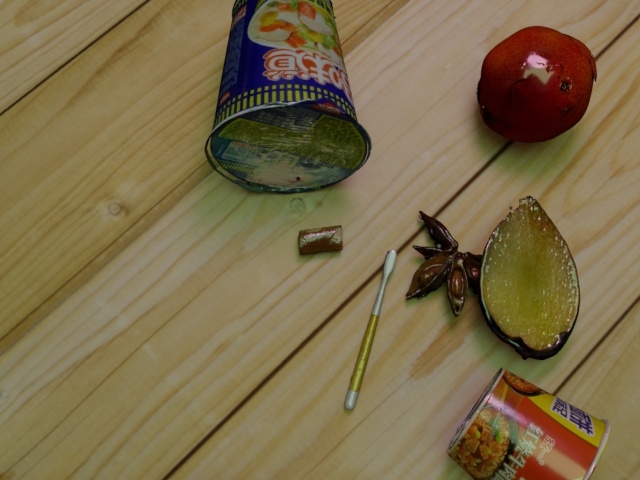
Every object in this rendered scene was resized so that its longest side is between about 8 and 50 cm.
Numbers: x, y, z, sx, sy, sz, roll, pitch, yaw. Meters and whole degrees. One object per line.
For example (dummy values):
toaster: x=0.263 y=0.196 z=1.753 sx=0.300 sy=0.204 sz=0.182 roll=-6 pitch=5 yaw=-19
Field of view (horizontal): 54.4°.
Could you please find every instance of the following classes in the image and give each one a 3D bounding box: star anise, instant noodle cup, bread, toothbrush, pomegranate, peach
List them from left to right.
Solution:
instant noodle cup: x=-0.061 y=-0.283 z=1.105 sx=0.283 sy=0.284 sz=0.313 roll=-3 pitch=66 yaw=-1
bread: x=0.000 y=0.000 z=1.126 sx=0.083 sy=0.036 sz=0.047 roll=-7 pitch=82 yaw=-3
toothbrush: x=0.089 y=0.153 z=1.089 sx=0.021 sy=0.024 sz=0.288 roll=16 pitch=76 yaw=7
star anise: x=0.224 y=0.058 z=1.098 sx=0.212 sy=0.053 sz=0.157 roll=36 pitch=73 yaw=6
instant noodle cup: x=0.307 y=0.312 z=0.956 sx=0.174 sy=0.213 sz=0.213 roll=33 pitch=76 yaw=18
peach: x=0.347 y=0.064 z=1.074 sx=0.188 sy=0.068 sz=0.280 roll=8 pitch=78 yaw=-16
pomegranate: x=0.386 y=-0.287 z=1.128 sx=0.210 sy=0.210 sz=0.235 roll=10 pitch=42 yaw=3
